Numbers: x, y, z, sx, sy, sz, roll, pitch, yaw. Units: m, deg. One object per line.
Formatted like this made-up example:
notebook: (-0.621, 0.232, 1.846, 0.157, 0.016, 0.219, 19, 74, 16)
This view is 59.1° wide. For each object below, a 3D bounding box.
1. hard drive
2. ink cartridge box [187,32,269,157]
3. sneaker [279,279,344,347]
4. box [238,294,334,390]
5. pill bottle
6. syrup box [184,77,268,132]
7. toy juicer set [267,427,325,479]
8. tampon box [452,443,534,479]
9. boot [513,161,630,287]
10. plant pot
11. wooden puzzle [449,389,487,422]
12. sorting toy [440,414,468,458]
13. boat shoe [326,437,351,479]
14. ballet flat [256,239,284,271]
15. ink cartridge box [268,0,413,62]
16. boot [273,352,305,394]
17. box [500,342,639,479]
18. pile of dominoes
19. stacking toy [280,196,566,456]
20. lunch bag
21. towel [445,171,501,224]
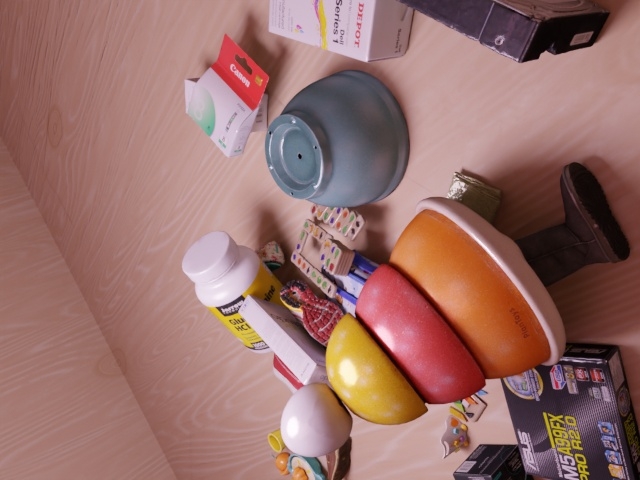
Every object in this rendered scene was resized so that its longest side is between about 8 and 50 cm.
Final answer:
hard drive: (0.220, -0.371, 0.829, 0.339, 0.236, 0.064, 40, 134, 29)
ink cartridge box: (-0.223, -0.339, 1.332, 0.181, 0.056, 0.225, 48, 135, 21)
sneaker: (-0.004, 0.177, 1.301, 0.225, 0.088, 0.093, 43, 165, 45)
box: (-0.027, 0.248, 1.329, 0.322, 0.232, 0.059, 37, 98, 49)
pill bottle: (-0.206, 0.135, 1.483, 0.187, 0.188, 0.334, 13, 148, 44)
syrup box: (-0.247, -0.353, 1.461, 0.236, 0.096, 0.093, 28, 125, 37)
toy juicer set: (-0.050, 0.763, 1.799, 0.328, 0.089, 0.210, 27, 127, 36)
tampon box: (0.378, 0.531, 1.186, 0.101, 0.120, 0.161, -23, 90, 50)
boot: (0.386, -0.012, 0.961, 0.208, 0.076, 0.190, -27, 86, 57)
plant pot: (0.010, -0.192, 1.180, 0.293, 0.196, 0.293, 24, 125, 38)
wooden puzzle: (0.323, 0.360, 1.247, 0.078, 0.014, 0.117, 33, 130, 33)
sorting toy: (0.295, 0.454, 1.276, 0.044, 0.075, 0.084, 8, 115, 46)
boat shoe: (0.048, 0.633, 1.652, 0.060, 0.064, 0.178, 28, 121, 43)
ballet flat: (-0.177, 0.063, 1.618, 0.240, 0.091, 0.077, -25, 59, 46)
ink cartridge box: (0.036, -0.474, 1.072, 0.278, 0.117, 0.202, 30, 129, 34)
boot: (-0.055, 0.344, 1.604, 0.244, 0.088, 0.176, 24, 124, 43)
box: (0.458, 0.322, 1.043, 0.216, 0.060, 0.270, -7, 103, 49)
pile of dominoes: (0.000, 0.000, 1.303, 0.251, 0.040, 0.196, 37, 110, 57)
stacking toy: (0.124, 0.185, 0.960, 0.351, 0.479, 0.350, 53, 176, 6)
lunch bag: (0.104, 0.156, 1.267, 0.303, 0.114, 0.243, 28, 132, 57)
towel: (0.281, -0.050, 1.081, 0.110, 0.027, 0.148, 35, 130, 31)
